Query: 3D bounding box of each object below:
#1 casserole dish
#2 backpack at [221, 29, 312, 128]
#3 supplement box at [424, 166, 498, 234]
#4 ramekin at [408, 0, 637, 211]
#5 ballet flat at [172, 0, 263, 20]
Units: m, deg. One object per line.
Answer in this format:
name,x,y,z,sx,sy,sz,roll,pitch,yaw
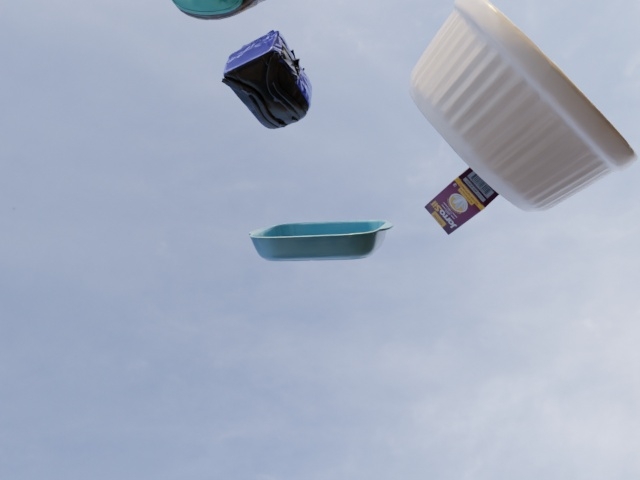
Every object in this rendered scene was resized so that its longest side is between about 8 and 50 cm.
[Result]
casserole dish,0.000,0.000,0.714,0.114,0.188,0.037,-31,-62,-69
backpack,-0.064,-0.232,0.810,0.120,0.097,0.101,52,-144,-38
supplement box,0.187,-0.054,0.746,0.043,0.083,0.055,-37,-97,-33
ramekin,0.223,-0.153,0.661,0.272,0.273,0.127,32,-62,-26
ballet flat,-0.091,-0.400,0.841,0.106,0.315,0.108,-28,-65,-51
